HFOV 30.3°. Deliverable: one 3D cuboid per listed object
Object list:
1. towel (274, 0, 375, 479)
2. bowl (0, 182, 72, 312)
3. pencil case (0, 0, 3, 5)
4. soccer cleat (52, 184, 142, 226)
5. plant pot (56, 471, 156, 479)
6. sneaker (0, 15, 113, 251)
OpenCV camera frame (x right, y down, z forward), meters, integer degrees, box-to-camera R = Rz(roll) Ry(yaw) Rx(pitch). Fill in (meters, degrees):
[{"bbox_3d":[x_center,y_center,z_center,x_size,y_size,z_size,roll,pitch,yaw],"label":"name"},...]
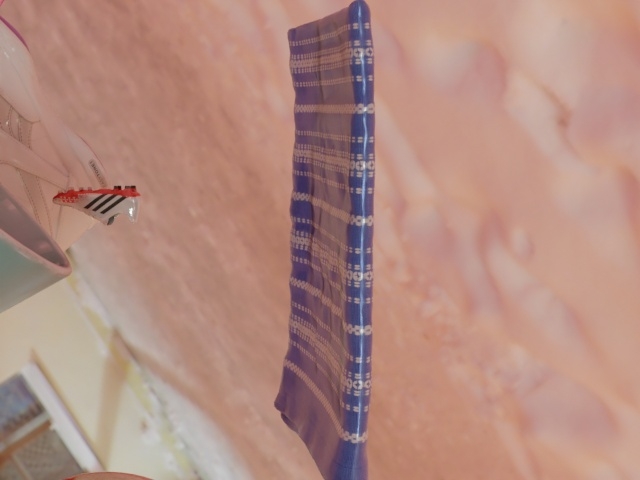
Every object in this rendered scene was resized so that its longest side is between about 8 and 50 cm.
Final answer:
[{"bbox_3d":[0.000,0.000,0.884,0.243,0.040,0.335,-147,57,-78],"label":"towel"},{"bbox_3d":[-0.337,-0.028,0.801,0.311,0.163,0.311,43,177,3],"label":"bowl"},{"bbox_3d":[-0.186,-0.100,0.295,0.095,0.209,0.098,-36,59,38],"label":"pencil case"},{"bbox_3d":[-0.194,-0.029,1.023,0.029,0.083,0.035,-8,-83,-76],"label":"soccer cleat"},{"bbox_3d":[-0.103,0.276,0.746,0.275,0.275,0.243,43,170,35],"label":"plant pot"},{"bbox_3d":[-0.307,-0.098,1.046,0.114,0.152,0.305,2,134,47],"label":"sneaker"}]
